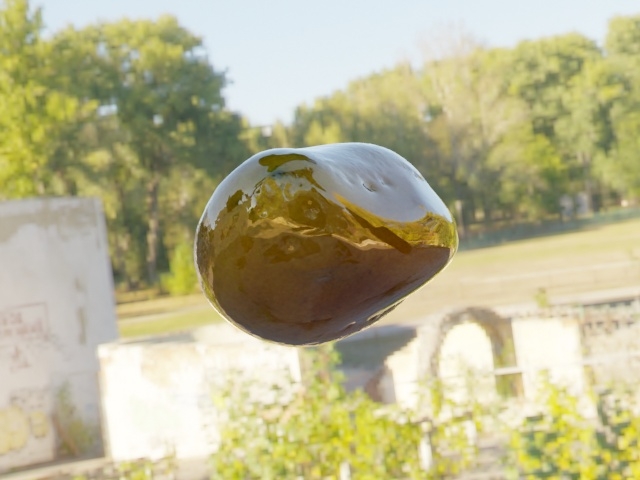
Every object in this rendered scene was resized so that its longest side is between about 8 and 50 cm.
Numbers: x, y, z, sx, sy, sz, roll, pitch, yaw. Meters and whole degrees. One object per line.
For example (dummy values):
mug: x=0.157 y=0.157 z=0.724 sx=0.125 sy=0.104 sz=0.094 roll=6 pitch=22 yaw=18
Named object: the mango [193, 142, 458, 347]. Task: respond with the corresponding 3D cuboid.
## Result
mango: x=0.000 y=0.000 z=0.387 sx=0.080 sy=0.060 sz=0.114 roll=-34 pitch=-13 yaw=9
